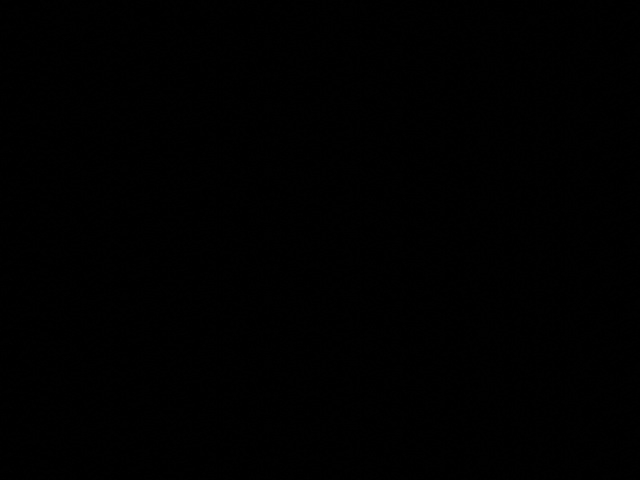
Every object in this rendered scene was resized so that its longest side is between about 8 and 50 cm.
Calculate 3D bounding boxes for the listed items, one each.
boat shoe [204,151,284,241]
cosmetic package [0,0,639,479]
[{"bbox_3d":[0.000,0.000,0.554,0.258,0.109,0.089,45,155,-23],"label":"boat shoe"},{"bbox_3d":[-0.005,0.006,0.216,0.327,0.329,0.394,26,141,10],"label":"cosmetic package"}]
